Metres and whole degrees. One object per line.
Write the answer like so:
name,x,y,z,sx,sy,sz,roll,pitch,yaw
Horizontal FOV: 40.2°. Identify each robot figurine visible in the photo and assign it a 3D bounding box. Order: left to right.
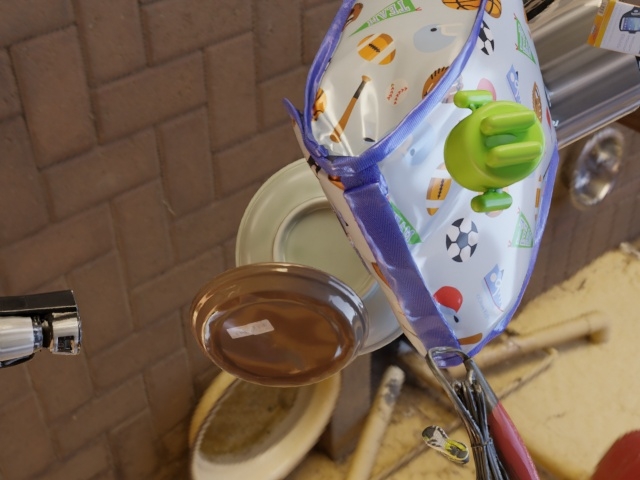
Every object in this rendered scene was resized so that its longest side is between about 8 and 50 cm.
robot figurine,0.139,-0.075,0.710,0.067,0.115,0.101,-12,88,-7

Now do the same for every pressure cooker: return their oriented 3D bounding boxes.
pressure cooker,0.520,-0.389,2.081,0.420,0.376,0.370,-27,147,3

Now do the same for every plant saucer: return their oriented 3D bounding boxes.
plant saucer,-0.063,0.140,1.329,0.277,0.041,0.278,2,135,2
plant saucer,0.021,0.025,1.665,0.400,0.400,0.100,-55,170,4

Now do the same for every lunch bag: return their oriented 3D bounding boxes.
lunch bag,0.123,-0.096,1.009,0.328,0.238,0.386,59,36,-37

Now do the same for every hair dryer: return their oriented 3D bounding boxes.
hair dryer,0.208,0.238,0.847,0.293,0.080,0.224,32,55,-34

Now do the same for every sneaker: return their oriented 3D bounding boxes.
sneaker,0.180,0.299,1.263,0.031,0.083,0.035,-42,133,-19

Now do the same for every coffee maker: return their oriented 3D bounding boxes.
coffee maker,-0.547,0.145,1.636,0.178,0.171,0.120,-4,151,-28

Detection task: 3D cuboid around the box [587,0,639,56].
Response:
box,0.535,-0.365,1.512,0.136,0.028,0.081,6,113,-22
